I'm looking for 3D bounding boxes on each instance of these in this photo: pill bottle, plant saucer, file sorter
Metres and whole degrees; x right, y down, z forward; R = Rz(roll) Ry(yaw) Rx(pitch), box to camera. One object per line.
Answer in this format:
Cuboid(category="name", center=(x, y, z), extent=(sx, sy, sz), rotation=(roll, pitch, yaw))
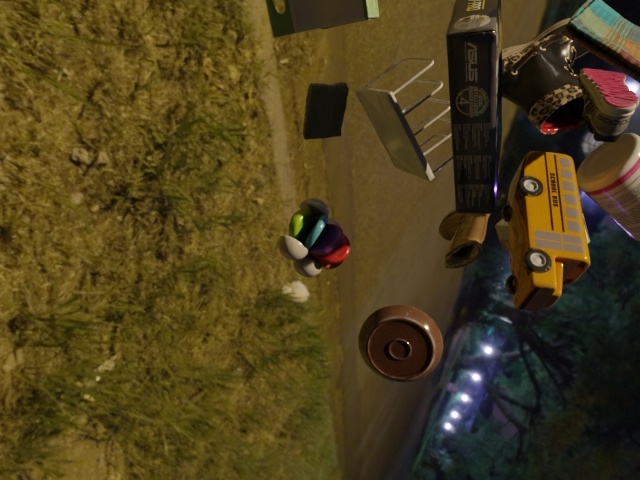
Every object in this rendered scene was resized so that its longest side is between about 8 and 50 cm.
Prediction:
Cuboid(category="pill bottle", center=(0.745, -0.096, 1.184), extent=(0.160, 0.283, 0.160), rotation=(-49, -169, 12))
Cuboid(category="plant saucer", center=(0.157, 0.211, 1.022), extent=(0.029, 0.168, 0.168), rotation=(-55, 165, -71))
Cuboid(category="file sorter", center=(0.263, -0.342, 1.443), extent=(0.173, 0.193, 0.278), rotation=(-37, 119, -6))

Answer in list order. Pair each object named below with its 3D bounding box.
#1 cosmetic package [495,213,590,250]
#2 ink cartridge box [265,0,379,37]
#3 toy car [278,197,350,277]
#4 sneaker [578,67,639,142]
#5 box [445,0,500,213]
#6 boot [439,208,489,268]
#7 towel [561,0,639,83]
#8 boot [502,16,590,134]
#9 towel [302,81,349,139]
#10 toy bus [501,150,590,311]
Cuboid(category="cosmetic package", center=(0.843, -0.029, 1.976), extent=(0.153, 0.296, 0.129), rotation=(-35, 112, -18))
Cuboid(category="ink cartridge box", center=(-0.006, -0.523, 1.057), extent=(0.056, 0.235, 0.171), rotation=(-37, 123, -50))
Cuboid(category="toy car", center=(0.000, 0.000, 1.221), extent=(0.159, 0.136, 0.182), rotation=(-58, 139, -21))
Cuboid(category="sneaker", center=(0.401, -0.194, 0.740), extent=(0.170, 0.063, 0.075), rotation=(-72, 167, -52))
Cuboid(category="box", center=(0.334, -0.305, 1.095), extent=(0.318, 0.097, 0.395), rotation=(-64, 148, -45))
Cuboid(category="boot", center=(0.425, -0.008, 1.597), extent=(0.236, 0.089, 0.269), rotation=(-48, -175, 46))
Cuboid(category="towel", center=(0.609, -0.372, 0.993), extent=(0.370, 0.271, 0.040), rotation=(-42, 166, -48))
Cuboid(category="boot", center=(0.652, -0.442, 1.375), extent=(0.377, 0.284, 0.138), rotation=(-21, 142, -5))
Cuboid(category="towel", center=(0.010, -0.317, 1.269), extent=(0.110, 0.027, 0.148), rotation=(-8, 131, -21))
Cuboid(category="toy bus", center=(0.448, -0.023, 1.038), extent=(0.108, 0.130, 0.333), rotation=(95, 4, -57))
